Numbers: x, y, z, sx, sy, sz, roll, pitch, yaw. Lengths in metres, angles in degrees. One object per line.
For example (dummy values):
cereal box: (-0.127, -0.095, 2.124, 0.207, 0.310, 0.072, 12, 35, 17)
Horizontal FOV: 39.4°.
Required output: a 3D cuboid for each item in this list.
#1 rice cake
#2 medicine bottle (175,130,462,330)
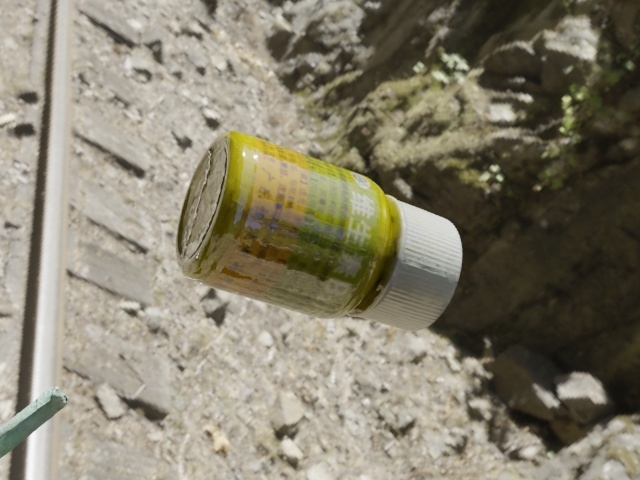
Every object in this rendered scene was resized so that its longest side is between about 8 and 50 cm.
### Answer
rice cake: (-0.538, 0.334, 1.568, 0.034, 0.211, 0.043, 34, -23, 49)
medicine bottle: (0.000, 0.000, 1.314, 0.384, 0.224, 0.224, 18, 31, -24)
